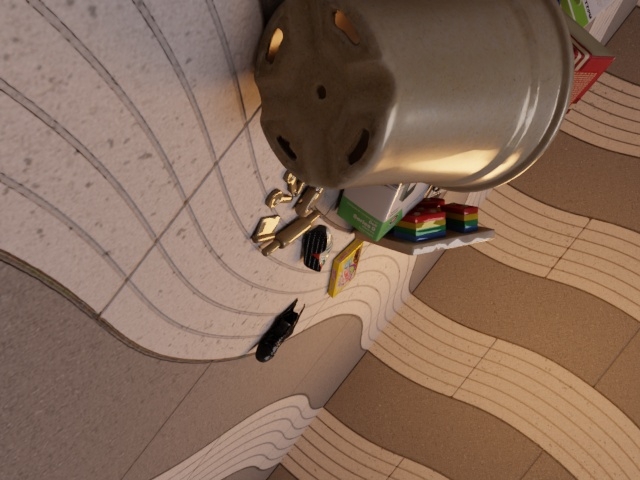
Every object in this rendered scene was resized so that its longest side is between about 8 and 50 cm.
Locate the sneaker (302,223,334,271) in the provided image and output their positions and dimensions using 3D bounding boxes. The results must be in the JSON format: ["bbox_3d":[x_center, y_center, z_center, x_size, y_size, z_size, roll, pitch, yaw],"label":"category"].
[{"bbox_3d":[0.000,0.000,1.262,0.161,0.057,0.075,99,17,-55],"label":"sneaker"}]

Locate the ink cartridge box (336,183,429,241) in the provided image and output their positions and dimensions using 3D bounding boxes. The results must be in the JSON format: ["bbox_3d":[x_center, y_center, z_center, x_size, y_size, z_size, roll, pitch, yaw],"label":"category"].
[{"bbox_3d":[0.167,-0.170,1.209,0.211,0.121,0.289,-40,159,-35],"label":"ink cartridge box"}]

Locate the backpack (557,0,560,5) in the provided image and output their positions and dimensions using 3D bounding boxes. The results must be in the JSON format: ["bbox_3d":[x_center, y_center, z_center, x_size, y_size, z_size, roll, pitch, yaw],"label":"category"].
[{"bbox_3d":[0.452,-0.470,1.288,0.158,0.116,0.173,102,15,-55],"label":"backpack"}]

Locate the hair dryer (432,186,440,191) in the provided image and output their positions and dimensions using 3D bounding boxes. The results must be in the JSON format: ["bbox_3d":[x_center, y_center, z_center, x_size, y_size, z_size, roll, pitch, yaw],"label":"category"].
[{"bbox_3d":[0.356,-0.251,1.328,0.294,0.080,0.224,-59,-168,24],"label":"hair dryer"}]

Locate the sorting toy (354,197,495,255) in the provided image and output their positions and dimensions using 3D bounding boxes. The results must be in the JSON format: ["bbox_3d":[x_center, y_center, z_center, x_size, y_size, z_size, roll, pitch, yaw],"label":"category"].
[{"bbox_3d":[0.255,-0.048,1.434,0.256,0.255,0.090,-10,104,-26],"label":"sorting toy"}]

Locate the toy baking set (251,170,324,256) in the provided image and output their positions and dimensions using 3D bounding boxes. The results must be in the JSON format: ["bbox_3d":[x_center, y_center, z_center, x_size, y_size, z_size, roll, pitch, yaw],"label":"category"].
[{"bbox_3d":[-0.027,-0.076,1.063,0.256,0.030,0.197,-36,156,-40],"label":"toy baking set"}]

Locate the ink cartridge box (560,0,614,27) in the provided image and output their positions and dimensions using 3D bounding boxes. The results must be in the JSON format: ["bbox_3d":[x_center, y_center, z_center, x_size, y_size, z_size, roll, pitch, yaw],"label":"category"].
[{"bbox_3d":[0.561,-0.586,1.265,0.255,0.097,0.189,-41,114,-30],"label":"ink cartridge box"}]

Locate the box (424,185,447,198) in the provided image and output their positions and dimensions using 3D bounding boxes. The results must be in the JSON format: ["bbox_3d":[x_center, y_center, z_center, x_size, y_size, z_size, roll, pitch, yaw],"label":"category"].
[{"bbox_3d":[0.316,-0.163,1.668,0.308,0.076,0.242,-58,161,17],"label":"box"}]

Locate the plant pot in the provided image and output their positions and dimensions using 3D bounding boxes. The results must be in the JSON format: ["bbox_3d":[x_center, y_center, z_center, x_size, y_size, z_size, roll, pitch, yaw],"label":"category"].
[{"bbox_3d":[0.096,-0.200,0.733,0.305,0.334,0.334,-18,144,-41],"label":"plant pot"}]

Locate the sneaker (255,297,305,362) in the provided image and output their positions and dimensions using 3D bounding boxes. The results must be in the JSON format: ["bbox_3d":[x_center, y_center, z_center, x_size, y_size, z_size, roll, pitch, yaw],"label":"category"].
[{"bbox_3d":[-0.102,0.228,1.442,0.170,0.051,0.089,-43,161,-39],"label":"sneaker"}]

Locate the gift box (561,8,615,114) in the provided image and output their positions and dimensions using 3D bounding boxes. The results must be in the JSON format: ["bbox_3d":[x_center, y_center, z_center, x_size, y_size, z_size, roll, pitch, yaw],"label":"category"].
[{"bbox_3d":[0.259,-0.283,0.947,0.255,0.258,0.276,-9,147,-41],"label":"gift box"}]

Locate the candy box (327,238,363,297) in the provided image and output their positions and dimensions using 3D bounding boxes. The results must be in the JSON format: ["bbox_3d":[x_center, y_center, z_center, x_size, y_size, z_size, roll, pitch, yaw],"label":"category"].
[{"bbox_3d":[0.070,0.080,1.614,0.105,0.027,0.206,-40,159,-24],"label":"candy box"}]
